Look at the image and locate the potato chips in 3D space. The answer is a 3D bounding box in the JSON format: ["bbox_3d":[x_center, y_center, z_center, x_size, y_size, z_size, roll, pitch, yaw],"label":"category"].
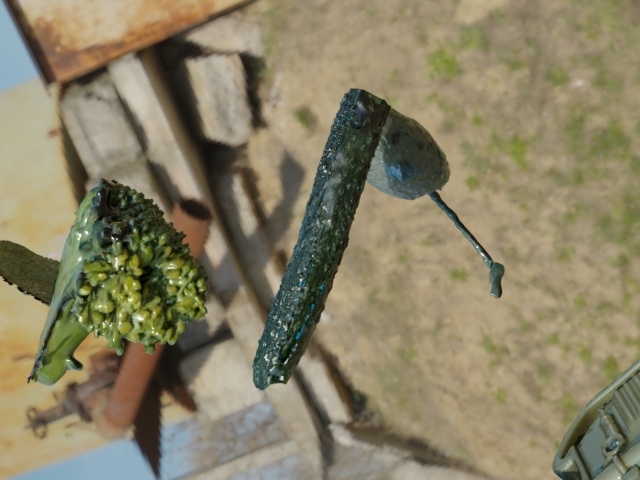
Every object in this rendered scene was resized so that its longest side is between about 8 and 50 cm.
[{"bbox_3d":[-0.387,0.054,1.711,0.142,0.209,0.026,-107,33,-60],"label":"potato chips"}]

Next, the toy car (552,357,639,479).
[{"bbox_3d":[0.252,0.170,0.660,0.198,0.204,0.248,43,-167,-16],"label":"toy car"}]

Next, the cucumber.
[{"bbox_3d":[0.001,0.000,0.984,0.043,0.256,0.044,23,171,-23],"label":"cucumber"}]

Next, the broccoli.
[{"bbox_3d":[-0.239,0.072,1.532,0.242,0.180,0.272,-162,89,-73],"label":"broccoli"}]

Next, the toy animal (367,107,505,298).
[{"bbox_3d":[0.102,-0.046,1.186,0.070,0.079,0.253,3,146,46],"label":"toy animal"}]
